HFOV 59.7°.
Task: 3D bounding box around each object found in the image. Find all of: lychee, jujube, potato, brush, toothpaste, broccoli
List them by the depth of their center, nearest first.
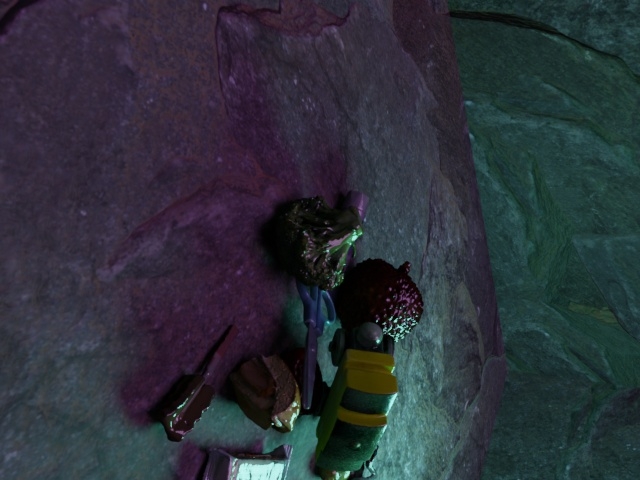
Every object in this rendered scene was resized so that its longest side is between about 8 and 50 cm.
[{"bbox_3d":[-0.247,0.292,1.209,0.301,0.071,0.084,-57,134,-49],"label":"brush"},{"bbox_3d":[0.000,0.000,1.455,0.269,0.241,0.262,21,47,-76],"label":"broccoli"},{"bbox_3d":[-0.051,0.376,1.491,0.112,0.109,0.176,6,84,-59],"label":"jujube"},{"bbox_3d":[0.043,0.695,1.699,0.138,0.070,0.092,28,62,-58],"label":"potato"},{"bbox_3d":[0.061,0.028,1.719,0.125,0.079,0.372,38,68,-53],"label":"toothpaste"},{"bbox_3d":[0.185,0.188,1.732,0.304,0.275,0.275,-55,142,-5],"label":"lychee"}]

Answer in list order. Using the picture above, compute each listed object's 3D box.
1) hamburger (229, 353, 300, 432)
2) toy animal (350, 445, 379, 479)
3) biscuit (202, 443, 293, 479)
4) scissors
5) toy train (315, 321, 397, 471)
[{"bbox_3d":[-0.100,0.369,1.291,0.135,0.207,0.155,-31,116,-26],"label":"hamburger"},{"bbox_3d":[0.126,0.814,1.826,0.195,0.090,0.324,69,28,-22],"label":"toy animal"},{"bbox_3d":[-0.175,0.581,1.322,0.309,0.079,0.186,31,67,-56],"label":"biscuit"},{"bbox_3d":[-0.021,0.249,1.436,0.193,0.029,0.447,55,21,-29],"label":"scissors"},{"bbox_3d":[0.086,0.430,1.496,0.272,0.179,0.442,-89,-169,-51],"label":"toy train"}]
